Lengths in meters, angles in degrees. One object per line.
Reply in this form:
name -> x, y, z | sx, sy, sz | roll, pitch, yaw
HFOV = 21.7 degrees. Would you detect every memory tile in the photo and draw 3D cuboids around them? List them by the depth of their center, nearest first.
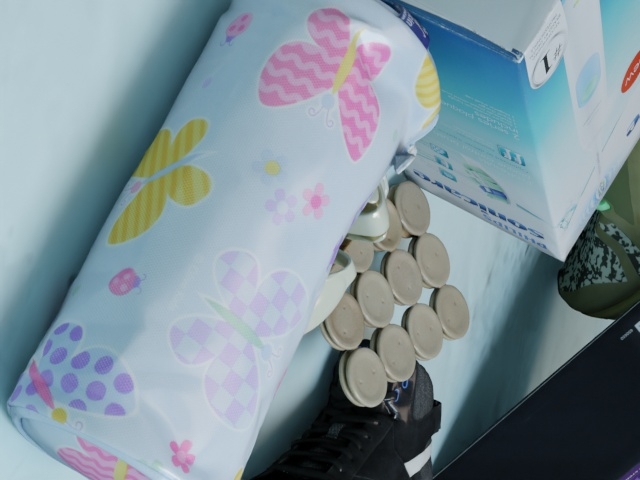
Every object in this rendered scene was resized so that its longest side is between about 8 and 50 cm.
memory tile -> 0.040, 0.030, 1.046 | 0.148, 0.012, 0.113 | -31, 101, -51

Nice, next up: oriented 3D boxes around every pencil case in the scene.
pencil case -> -0.042, 0.002, 0.814 | 0.124, 0.113, 0.273 | 44, 65, -38

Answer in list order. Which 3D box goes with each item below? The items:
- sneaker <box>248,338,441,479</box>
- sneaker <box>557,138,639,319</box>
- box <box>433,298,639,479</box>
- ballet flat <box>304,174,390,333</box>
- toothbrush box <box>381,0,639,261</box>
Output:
sneaker -> 0.008, 0.122, 1.043 | 0.217, 0.079, 0.121 | 4, 92, -63
sneaker -> 0.242, -0.099, 1.276 | 0.410, 0.182, 0.158 | 113, -12, -46
box -> 0.236, 0.153, 1.321 | 0.261, 0.103, 0.184 | -43, 159, 13
ballet flat -> 0.000, 0.000, 0.944 | 0.206, 0.067, 0.073 | -58, 144, -29
toothbrush box -> 0.133, -0.148, 0.977 | 0.216, 0.126, 0.295 | -57, 160, -12
